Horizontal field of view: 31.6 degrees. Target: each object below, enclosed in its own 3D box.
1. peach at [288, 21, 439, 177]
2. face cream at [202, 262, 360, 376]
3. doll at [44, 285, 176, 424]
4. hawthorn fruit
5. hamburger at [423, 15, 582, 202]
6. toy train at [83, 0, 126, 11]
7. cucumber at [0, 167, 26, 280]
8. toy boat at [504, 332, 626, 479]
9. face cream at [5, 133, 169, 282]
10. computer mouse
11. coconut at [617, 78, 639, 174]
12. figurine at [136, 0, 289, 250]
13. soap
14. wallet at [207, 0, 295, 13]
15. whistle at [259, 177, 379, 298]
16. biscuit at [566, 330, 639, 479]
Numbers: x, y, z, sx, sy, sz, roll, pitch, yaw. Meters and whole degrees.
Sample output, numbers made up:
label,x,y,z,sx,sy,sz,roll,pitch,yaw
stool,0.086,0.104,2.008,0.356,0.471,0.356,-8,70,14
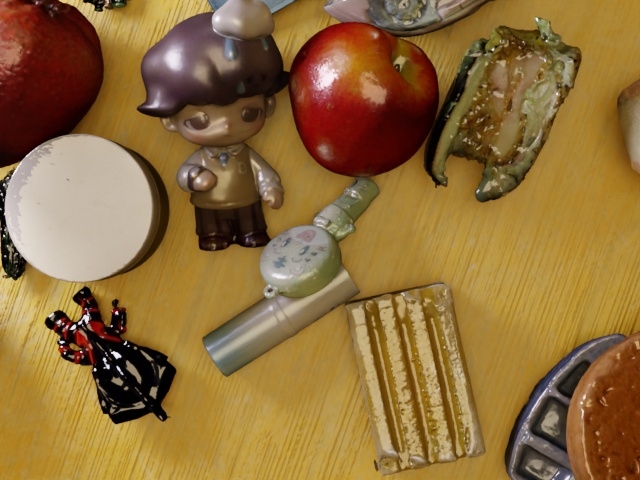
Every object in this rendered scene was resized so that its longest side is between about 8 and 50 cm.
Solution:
label,x,y,z,sx,sy,sz,roll,pitch,yaw
peach,0.055,-0.207,1.697,0.243,0.199,0.243,12,130,15
face cream,-0.062,0.117,1.774,0.250,0.077,0.077,-32,91,1
doll,-0.320,0.188,1.780,0.249,0.088,0.127,43,111,9
hawthorn fruit,-0.477,-0.235,1.695,0.265,0.265,0.307,37,112,0
hamburger,0.278,-0.211,1.724,0.168,0.192,0.288,25,116,6
toy train,-0.330,-0.484,1.780,0.085,0.053,0.249,4,91,-5
cucumber,-0.483,-0.026,1.790,0.053,0.053,0.181,-3,91,0
toy boat,0.395,0.265,1.774,0.127,0.078,0.283,31,91,1
face cream,-0.348,-0.047,1.722,0.218,0.179,0.218,0,91,0
computer mouse,0.197,-0.384,1.722,0.389,0.199,0.115,-13,111,1
coconut,0.560,-0.171,1.701,0.234,0.224,0.224,22,91,-12
figurine,-0.156,-0.166,1.707,0.218,0.206,0.365,-4,92,9
soap,0.144,0.213,1.769,0.173,0.089,0.274,-12,90,1
wallet,-0.079,-0.482,1.727,0.290,0.054,0.251,-28,105,12
whistle,0.000,0.000,1.743,0.126,0.067,0.258,21,60,39
biscuit,0.582,0.269,1.728,0.455,0.078,0.349,-16,88,-17
